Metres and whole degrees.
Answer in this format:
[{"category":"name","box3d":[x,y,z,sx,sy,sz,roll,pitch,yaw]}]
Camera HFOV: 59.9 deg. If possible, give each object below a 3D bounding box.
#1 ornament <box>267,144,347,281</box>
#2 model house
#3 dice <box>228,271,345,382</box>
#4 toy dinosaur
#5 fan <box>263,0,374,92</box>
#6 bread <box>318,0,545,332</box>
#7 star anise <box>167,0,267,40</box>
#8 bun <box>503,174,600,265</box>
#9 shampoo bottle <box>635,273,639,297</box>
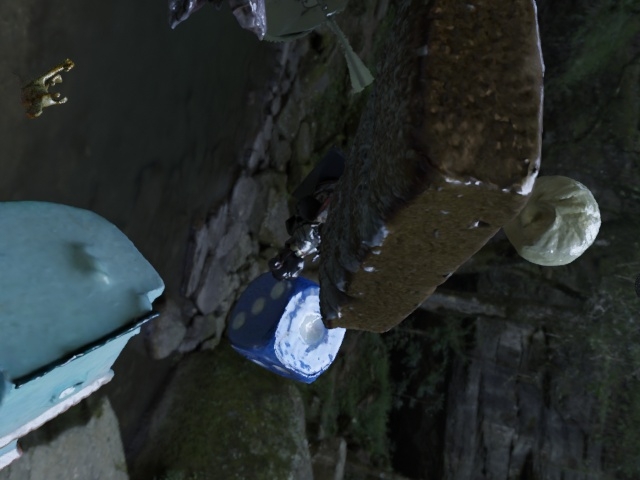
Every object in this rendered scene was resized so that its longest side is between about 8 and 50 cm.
[{"category":"ornament","box3d":[0.000,0.000,0.839,0.196,0.153,0.166,-56,-172,-35]},{"category":"model house","box3d":[-0.191,0.068,0.334,0.149,0.119,0.148,-56,165,27]},{"category":"dice","box3d":[-0.054,0.141,0.906,0.146,0.143,0.147,-1,-122,48]},{"category":"toy dinosaur","box3d":[-0.435,-0.218,0.822,0.039,0.161,0.126,69,32,-43]},{"category":"fan","box3d":[0.006,-0.378,0.903,0.233,0.012,0.415,-36,-128,16]},{"category":"bread","box3d":[0.071,-0.034,0.522,0.417,0.113,0.165,108,-12,-67]},{"category":"star anise","box3d":[-0.096,-0.326,0.603,0.209,0.231,0.089,62,35,-21]},{"category":"bun","box3d":[0.210,-0.019,0.508,0.054,0.086,0.086,0,106,-62]},{"category":"shampoo bottle","box3d":[0.304,0.035,0.428,0.040,0.080,0.165,-37,177,-4]}]
